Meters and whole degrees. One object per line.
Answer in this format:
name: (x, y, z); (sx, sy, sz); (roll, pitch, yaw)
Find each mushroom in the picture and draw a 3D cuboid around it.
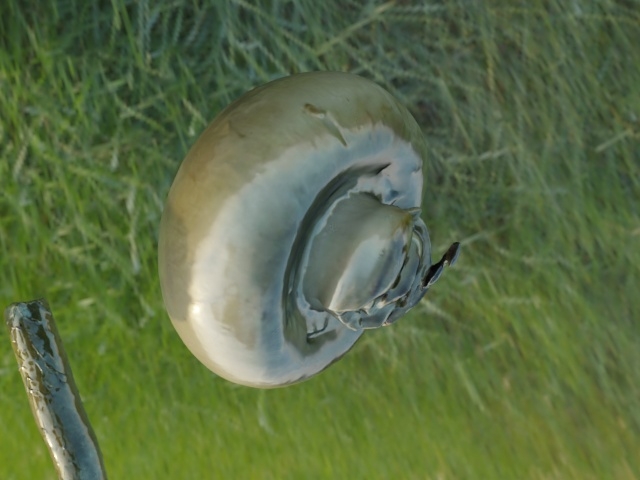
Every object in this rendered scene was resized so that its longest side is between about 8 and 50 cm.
mushroom: (0.000, 0.000, 1.409); (0.362, 0.294, 0.362); (-42, 147, -36)

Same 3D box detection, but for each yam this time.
yam: (-0.350, 0.227, 1.745); (0.071, 0.317, 0.067); (-17, -172, -7)
